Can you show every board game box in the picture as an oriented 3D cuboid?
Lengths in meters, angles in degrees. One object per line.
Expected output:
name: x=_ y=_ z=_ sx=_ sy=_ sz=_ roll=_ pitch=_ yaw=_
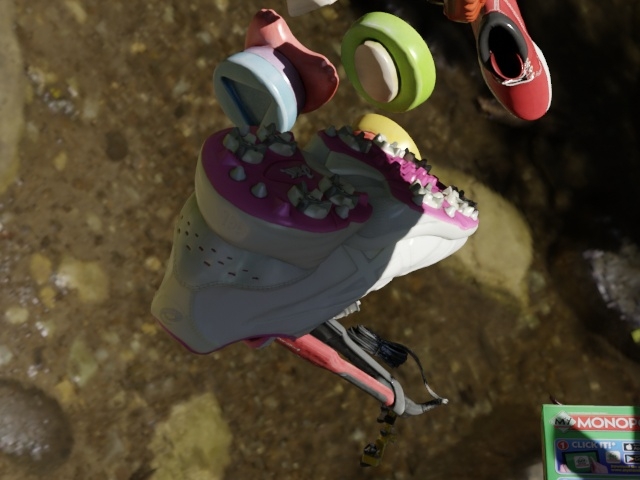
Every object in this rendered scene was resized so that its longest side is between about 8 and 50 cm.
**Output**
board game box: x=0.390 y=0.267 z=1.153 sx=0.213 sy=0.317 sz=0.046 roll=-82 pitch=168 yaw=-45

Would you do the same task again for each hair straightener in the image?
hair straightener: x=0.035 y=0.095 z=1.103 sx=0.230 sy=0.047 sz=0.089 roll=31 pitch=56 yaw=-15

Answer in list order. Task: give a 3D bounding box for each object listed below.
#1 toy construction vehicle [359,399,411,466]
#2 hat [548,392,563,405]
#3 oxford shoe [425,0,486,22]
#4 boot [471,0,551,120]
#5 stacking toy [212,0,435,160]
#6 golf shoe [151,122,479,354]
toy construction vehicle: x=0.095 y=0.265 z=1.555 sx=0.035 sy=0.085 sz=0.098 roll=20 pitch=14 yaw=19
hat: x=0.442 y=0.268 z=1.470 sx=0.173 sy=0.209 sz=0.183 roll=54 pitch=-14 yaw=52
oxford shoe: x=0.023 y=-0.137 z=0.391 sx=0.098 sy=0.096 sz=0.271 roll=17 pitch=8 yaw=7
boot: x=0.260 y=-0.226 z=1.527 sx=0.176 sy=0.088 sz=0.244 roll=-92 pitch=157 yaw=-49
stacking toy: x=-0.008 y=-0.185 z=1.450 sx=0.309 sy=0.279 sz=0.130 roll=38 pitch=56 yaw=14
golf shoe: x=0.000 y=0.000 z=0.761 sx=0.115 sy=0.140 sz=0.306 roll=42 pitch=23 yaw=26
